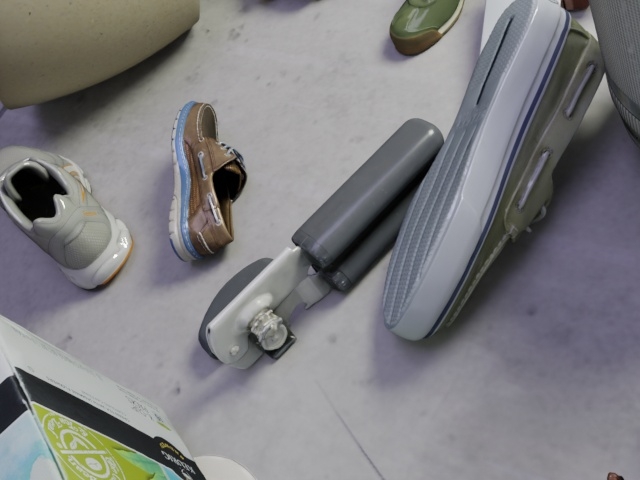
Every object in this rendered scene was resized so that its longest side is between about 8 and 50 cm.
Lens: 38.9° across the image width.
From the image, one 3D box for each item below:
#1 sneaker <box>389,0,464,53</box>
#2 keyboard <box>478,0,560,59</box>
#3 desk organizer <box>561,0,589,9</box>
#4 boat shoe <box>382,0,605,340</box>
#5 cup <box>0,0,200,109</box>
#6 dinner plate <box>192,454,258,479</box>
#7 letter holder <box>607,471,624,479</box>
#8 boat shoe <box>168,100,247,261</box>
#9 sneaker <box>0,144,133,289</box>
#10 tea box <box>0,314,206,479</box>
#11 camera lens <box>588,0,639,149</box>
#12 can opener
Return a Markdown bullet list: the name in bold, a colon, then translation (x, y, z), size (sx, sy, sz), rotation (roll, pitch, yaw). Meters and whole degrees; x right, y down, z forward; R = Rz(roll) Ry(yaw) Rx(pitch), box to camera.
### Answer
- **sneaker**: translation (0.126, -0.289, 0.932), size (0.064, 0.086, 0.192), rotation (30, 75, 40)
- **keyboard**: translation (0.181, -0.178, 0.835), size (0.072, 0.014, 0.256), rotation (-2, 70, 34)
- **desk organizer**: translation (0.269, -0.286, 0.882), size (0.050, 0.047, 0.130), rotation (4, 59, 28)
- **boat shoe**: translation (0.146, -0.051, 0.732), size (0.302, 0.094, 0.109), rotation (-65, 13, -2)
- **cup**: translation (-0.268, -0.330, 1.056), size (0.237, 0.331, 0.331), rotation (-8, 49, -10)
- **dinner plate**: translation (-0.106, 0.235, 0.720), size (0.141, 0.017, 0.141), rotation (-14, 51, 17)
- **letter holder**: translation (0.226, 0.238, 0.407), size (0.152, 0.214, 0.302), rotation (-13, 52, 19)
- **boat shoe**: translation (-0.109, -0.065, 0.915), size (0.066, 0.066, 0.183), rotation (-11, 62, 15)
- **sneaker**: translation (-0.301, -0.058, 0.968), size (0.099, 0.121, 0.262), rotation (-47, 49, -11)
- **tea box**: translation (-0.218, 0.286, 0.592), size (0.329, 0.220, 0.323), rotation (-45, 49, -1)
- **camera lens**: translation (0.302, -0.182, 0.634), size (0.219, 0.274, 0.219), rotation (-14, 52, 19)
- **can opener**: translation (0.000, 0.000, 0.796), size (0.280, 0.074, 0.093), rotation (-43, 47, -6)
